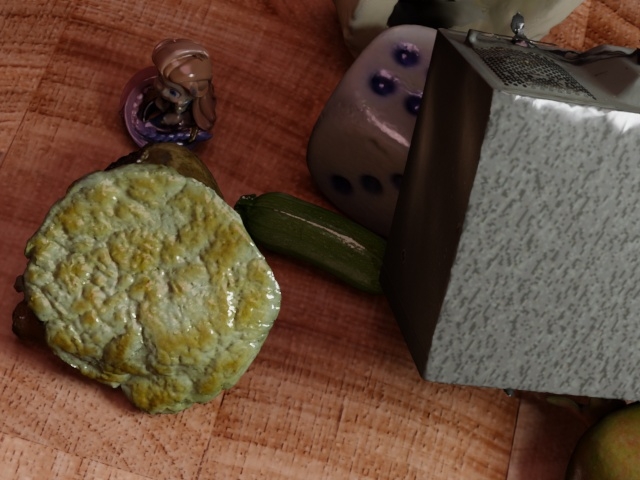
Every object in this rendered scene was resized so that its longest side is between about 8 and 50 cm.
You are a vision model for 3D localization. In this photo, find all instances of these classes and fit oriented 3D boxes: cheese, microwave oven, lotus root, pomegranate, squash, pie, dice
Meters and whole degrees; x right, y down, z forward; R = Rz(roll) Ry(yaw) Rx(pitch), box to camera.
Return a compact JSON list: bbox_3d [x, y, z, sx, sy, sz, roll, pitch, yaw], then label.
[{"bbox_3d":[0.178,-0.348,1.654,0.332,0.292,0.153,-1,60,-27],"label":"cheese"},{"bbox_3d":[0.320,-0.027,1.363,0.432,0.374,0.236,6,22,-13],"label":"microwave oven"},{"bbox_3d":[-0.166,-0.013,1.471,0.138,0.138,0.214,-28,81,-25],"label":"lotus root"},{"bbox_3d":[0.338,0.234,1.414,0.181,0.181,0.224,-17,51,-21],"label":"pomegranate"},{"bbox_3d":[0.000,0.000,1.528,0.219,0.077,0.068,23,50,3],"label":"squash"},{"bbox_3d":[-0.183,0.049,1.377,0.274,0.257,0.105,31,14,5],"label":"pie"},{"bbox_3d":[0.109,-0.127,1.558,0.193,0.192,0.194,35,58,7],"label":"dice"}]

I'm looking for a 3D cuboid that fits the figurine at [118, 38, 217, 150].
[{"bbox_3d":[-0.171,-0.185,1.564,0.114,0.157,0.126,-21,60,-46],"label":"figurine"}]
